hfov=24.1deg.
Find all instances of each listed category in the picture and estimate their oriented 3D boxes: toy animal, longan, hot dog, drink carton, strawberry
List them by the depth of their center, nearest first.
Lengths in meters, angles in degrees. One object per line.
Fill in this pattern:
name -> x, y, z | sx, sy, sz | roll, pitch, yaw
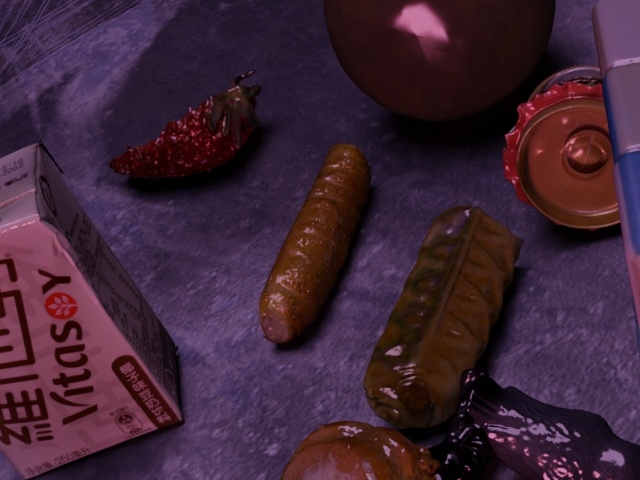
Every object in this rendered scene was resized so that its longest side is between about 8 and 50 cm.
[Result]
toy animal -> 0.201, 0.165, 1.308 | 0.210, 0.117, 0.121 | 0, 36, 34
drink carton -> -0.293, 0.083, 1.533 | 0.194, 0.324, 0.132 | -23, 39, 7
hot dog -> 0.000, -0.001, 1.678 | 0.068, 0.083, 0.289 | 12, 46, 15
longan -> 0.144, -0.290, 1.782 | 0.297, 0.297, 0.297 | -16, 36, 12
strawberry -> -0.163, -0.125, 1.945 | 0.208, 0.087, 0.167 | -29, 5, 41

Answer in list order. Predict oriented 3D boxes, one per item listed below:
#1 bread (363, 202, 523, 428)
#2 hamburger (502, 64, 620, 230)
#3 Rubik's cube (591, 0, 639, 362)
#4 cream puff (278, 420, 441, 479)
bread -> 0.120, 0.078, 1.491 | 0.087, 0.098, 0.269 | -51, 8, 48
hamburger -> 0.279, -0.103, 1.575 | 0.175, 0.175, 0.137 | -13, 25, 16
Rubik's cube -> 0.410, 0.005, 1.165 | 0.344, 0.346, 0.347 | -9, 36, 11
cream puff -> 0.041, 0.232, 1.308 | 0.150, 0.115, 0.165 | -58, 42, 16
